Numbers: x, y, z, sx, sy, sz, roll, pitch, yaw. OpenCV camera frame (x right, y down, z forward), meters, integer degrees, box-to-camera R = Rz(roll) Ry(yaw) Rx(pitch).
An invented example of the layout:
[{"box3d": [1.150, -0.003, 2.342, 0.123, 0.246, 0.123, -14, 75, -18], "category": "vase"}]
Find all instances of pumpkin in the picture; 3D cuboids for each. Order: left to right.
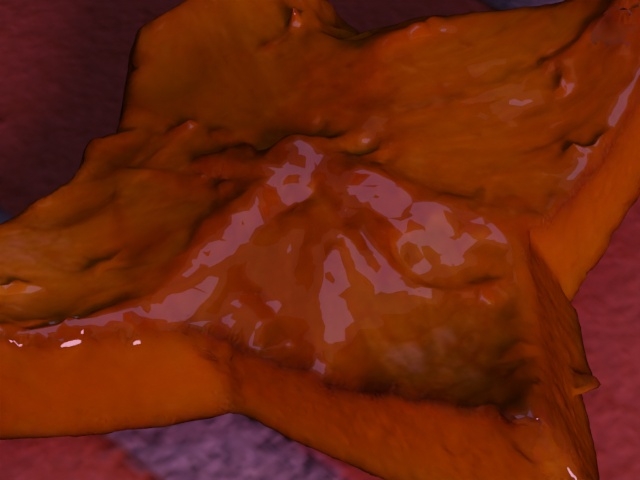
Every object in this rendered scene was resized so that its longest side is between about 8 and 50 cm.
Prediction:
[{"box3d": [-0.011, -0.016, 0.724, 0.290, 0.095, 0.258, 8, 50, 16], "category": "pumpkin"}]
